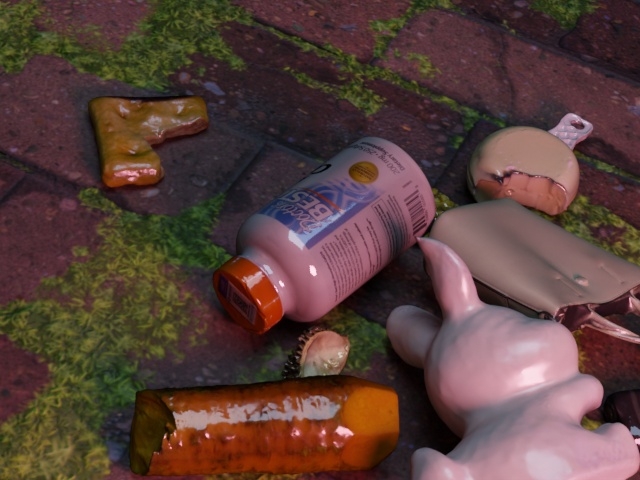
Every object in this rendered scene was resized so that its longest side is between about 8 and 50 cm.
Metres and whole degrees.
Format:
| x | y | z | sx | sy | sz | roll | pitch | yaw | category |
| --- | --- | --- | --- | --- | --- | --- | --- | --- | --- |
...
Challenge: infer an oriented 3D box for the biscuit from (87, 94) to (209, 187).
| x | y | z | sx | sy | sz | roll | pitch | yaw | category |
| --- | --- | --- | --- | --- | --- | --- | --- | --- | --- |
| -0.238 | -0.143 | 1.838 | 0.174 | 0.039 | 0.183 | 1 | 45 | -15 | biscuit |

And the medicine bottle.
| x | y | z | sx | sy | sz | roll | pitch | yaw | category |
| --- | --- | --- | --- | --- | --- | --- | --- | --- | --- |
| 0.000 | 0.000 | 1.648 | 0.157 | 0.157 | 0.288 | 39 | 58 | 24 | medicine bottle |

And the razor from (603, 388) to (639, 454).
| x | y | z | sx | sy | sz | roll | pitch | yaw | category |
| --- | --- | --- | --- | --- | --- | --- | --- | --- | --- |
| 0.432 | 0.224 | 1.611 | 0.148 | 0.054 | 0.090 | -1 | 49 | -14 | razor |

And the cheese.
| x | y | z | sx | sy | sz | roll | pitch | yaw | category |
| --- | --- | --- | --- | --- | --- | --- | --- | --- | --- |
| 0.311 | -0.131 | 1.929 | 0.163 | 0.071 | 0.249 | 19 | 45 | 5 | cheese |

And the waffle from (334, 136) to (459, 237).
| x | y | z | sx | sy | sz | roll | pitch | yaw | category |
| --- | --- | --- | --- | --- | --- | --- | --- | --- | --- |
| 0.099 | -0.074 | 1.837 | 0.194 | 0.051 | 0.149 | 34 | 49 | 21 | waffle |

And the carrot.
| x | y | z | sx | sy | sz | roll | pitch | yaw | category |
| --- | --- | --- | --- | --- | --- | --- | --- | --- | --- |
| -0.062 | 0.210 | 1.470 | 0.301 | 0.114 | 0.114 | -1 | 46 | -13 | carrot |

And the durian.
| x | y | z | sx | sy | sz | roll | pitch | yaw | category |
| --- | --- | --- | --- | --- | --- | --- | --- | --- | --- |
| -0.006 | 0.144 | 1.590 | 0.066 | 0.052 | 0.130 | 28 | 45 | 11 | durian |

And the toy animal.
| x | y | z | sx | sy | sz | roll | pitch | yaw | category |
| --- | --- | --- | --- | --- | --- | --- | --- | --- | --- |
| 0.184 | 0.177 | 1.490 | 0.241 | 0.196 | 0.368 | 2 | 47 | -23 | toy animal |

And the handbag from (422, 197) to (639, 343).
| x | y | z | sx | sy | sz | roll | pitch | yaw | category |
| --- | --- | --- | --- | --- | --- | --- | --- | --- | --- |
| 0.303 | 0.043 | 1.647 | 0.315 | 0.109 | 0.241 | 24 | 26 | 40 | handbag |
